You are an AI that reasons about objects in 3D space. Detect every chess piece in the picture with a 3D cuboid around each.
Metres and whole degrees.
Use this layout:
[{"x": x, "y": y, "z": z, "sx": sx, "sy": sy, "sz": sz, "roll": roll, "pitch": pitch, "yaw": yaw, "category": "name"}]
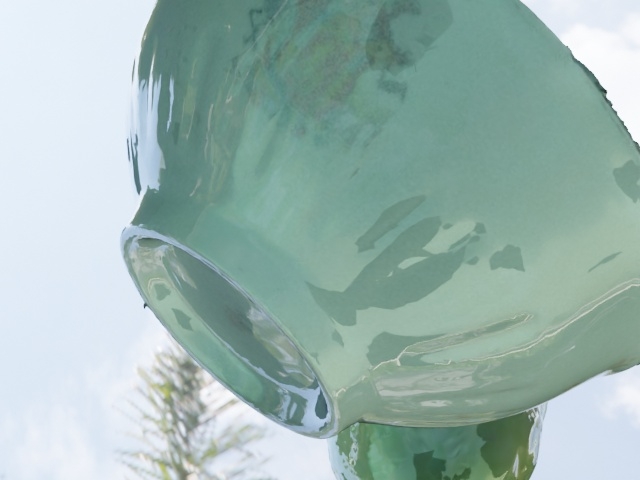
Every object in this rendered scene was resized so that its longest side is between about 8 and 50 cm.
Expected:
[{"x": 0.057, "y": 0.082, "z": 0.677, "sx": 0.133, "sy": 0.243, "sz": 0.133, "roll": 0, "pitch": -88, "yaw": 4, "category": "chess piece"}]

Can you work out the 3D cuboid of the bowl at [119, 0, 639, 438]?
[{"x": 0.000, "y": 0.000, "z": 0.399, "sx": 0.086, "sy": 0.189, "sz": 0.189, "roll": -46, "pitch": -74, "yaw": -22, "category": "bowl"}]
